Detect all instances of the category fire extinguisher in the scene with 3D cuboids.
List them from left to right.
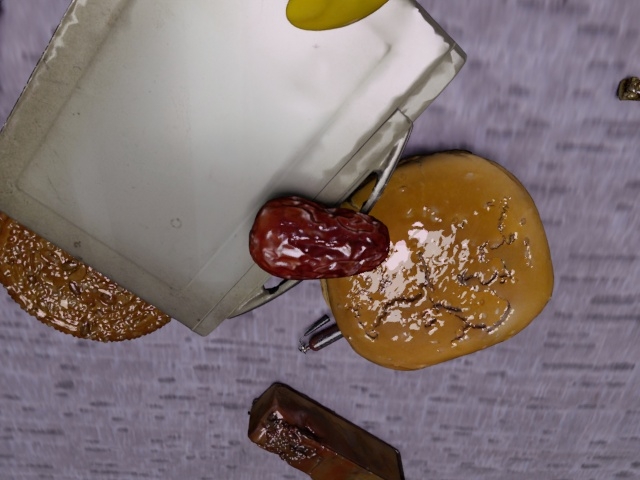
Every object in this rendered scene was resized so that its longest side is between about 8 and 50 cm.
[{"bbox_3d":[-0.001,0.156,0.831,0.100,0.032,0.046,-29,125,8],"label":"fire extinguisher"}]

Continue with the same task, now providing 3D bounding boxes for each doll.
[{"bbox_3d":[-0.002,-0.206,0.348,0.135,0.071,0.113,-2,109,5],"label":"doll"}]

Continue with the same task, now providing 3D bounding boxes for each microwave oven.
[{"bbox_3d":[-0.098,-0.148,0.548,0.333,0.247,0.394,38,112,-17],"label":"microwave oven"}]

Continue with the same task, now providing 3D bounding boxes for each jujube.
[{"bbox_3d":[0.000,0.000,0.451,0.129,0.077,0.077,4,119,-15],"label":"jujube"}]

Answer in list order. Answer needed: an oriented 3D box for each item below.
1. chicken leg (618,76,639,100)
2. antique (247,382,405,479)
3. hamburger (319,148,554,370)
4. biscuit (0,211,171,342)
[{"bbox_3d":[0.474,-0.167,0.647,0.178,0.070,0.093,17,123,-1],"label":"chicken leg"},{"bbox_3d":[0.013,0.381,0.917,0.310,0.093,0.087,36,112,-17],"label":"antique"},{"bbox_3d":[0.146,0.027,0.693,0.305,0.174,0.284,-20,105,3],"label":"hamburger"},{"bbox_3d":[-0.349,0.039,0.762,0.306,0.038,0.305,0,118,0],"label":"biscuit"}]
